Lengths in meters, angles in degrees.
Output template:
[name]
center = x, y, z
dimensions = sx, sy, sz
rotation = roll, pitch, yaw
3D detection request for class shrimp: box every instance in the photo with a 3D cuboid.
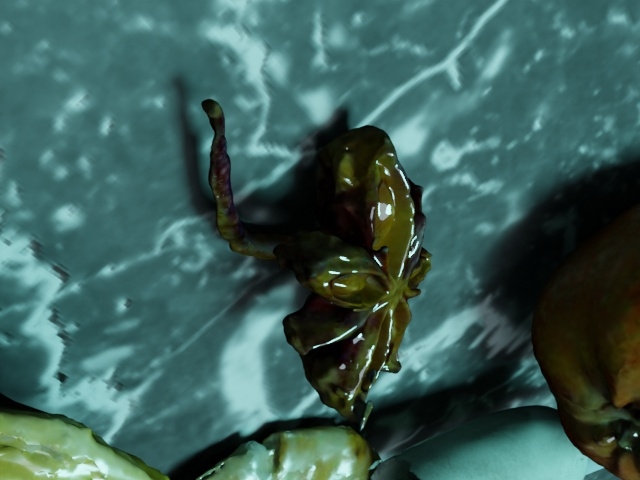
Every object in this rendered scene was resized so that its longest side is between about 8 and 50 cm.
[shrimp]
center = -0.077, 0.213, 0.743
dimensions = 0.294, 0.062, 0.154
rotation = -53, 138, 1

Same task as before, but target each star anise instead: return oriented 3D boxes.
[star anise]
center = 0.000, 0.000, 0.577
dimensions = 0.097, 0.070, 0.191
rotation = -56, 149, -22

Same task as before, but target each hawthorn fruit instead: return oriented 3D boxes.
[hawthorn fruit]
center = 0.209, 0.034, 0.736
dimensions = 0.203, 0.162, 0.163
rotation = -49, 153, -32

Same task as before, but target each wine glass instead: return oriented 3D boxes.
[wine glass]
center = 0.133, 0.118, 0.795
dimensions = 0.262, 0.074, 0.074
rotation = -12, 138, -38

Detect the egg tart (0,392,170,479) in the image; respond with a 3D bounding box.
[egg tart]
center = -0.169, 0.129, 0.534
dimensions = 0.297, 0.132, 0.297
rotation = -13, 145, -9

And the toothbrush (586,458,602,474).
[toothbrush]
center = 0.123, 0.147, 0.836
dimensions = 0.342, 0.030, 0.025
rotation = -13, 124, -44
